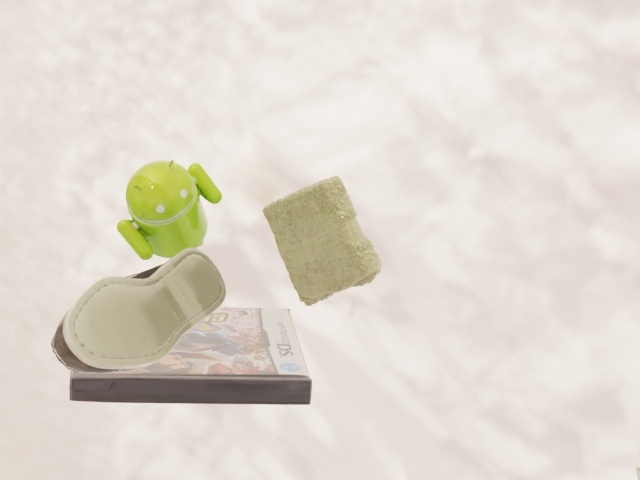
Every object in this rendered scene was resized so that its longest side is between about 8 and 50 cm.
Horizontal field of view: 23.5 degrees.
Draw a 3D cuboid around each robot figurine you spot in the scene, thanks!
[{"bbox_3d":[-0.144,-0.029,1.440,0.067,0.101,0.115,42,160,31],"label":"robot figurine"}]

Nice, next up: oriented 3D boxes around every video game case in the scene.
[{"bbox_3d":[-0.159,0.133,1.844,0.248,0.274,0.035,-113,26,-71],"label":"video game case"}]

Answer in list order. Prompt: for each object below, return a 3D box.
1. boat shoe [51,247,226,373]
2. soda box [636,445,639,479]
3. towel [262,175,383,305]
[{"bbox_3d":[-0.161,0.069,1.304,0.068,0.227,0.081,-31,88,28],"label":"boat shoe"},{"bbox_3d":[0.315,0.214,1.329,0.216,0.073,0.069,10,-109,-78],"label":"soda box"},{"bbox_3d":[0.000,0.000,1.447,0.148,0.027,0.110,-26,89,60],"label":"towel"}]
